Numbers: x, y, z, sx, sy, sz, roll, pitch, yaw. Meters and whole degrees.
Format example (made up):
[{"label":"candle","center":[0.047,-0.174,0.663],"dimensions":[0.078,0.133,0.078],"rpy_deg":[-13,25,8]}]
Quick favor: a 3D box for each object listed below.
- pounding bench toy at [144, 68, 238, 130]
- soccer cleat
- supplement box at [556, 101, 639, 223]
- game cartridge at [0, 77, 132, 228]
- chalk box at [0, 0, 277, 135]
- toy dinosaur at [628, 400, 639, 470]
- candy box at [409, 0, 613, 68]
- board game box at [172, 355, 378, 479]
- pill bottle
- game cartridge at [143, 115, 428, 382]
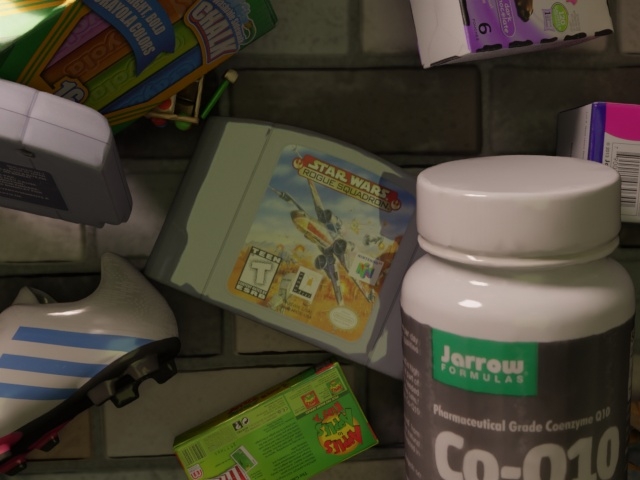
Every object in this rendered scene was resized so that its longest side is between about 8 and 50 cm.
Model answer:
[{"label":"pounding bench toy","center":[-0.124,-0.138,0.929],"dimensions":[0.083,0.052,0.065],"rpy_deg":[7,93,-6]},{"label":"soccer cleat","center":[-0.291,0.133,0.914],"dimensions":[0.331,0.116,0.143],"rpy_deg":[-30,74,-1]},{"label":"supplement box","center":[0.352,-0.069,0.947],"dimensions":[0.220,0.114,0.111],"rpy_deg":[4,92,-4]},{"label":"game cartridge","center":[-0.310,-0.087,0.805],"dimensions":[0.294,0.196,0.060],"rpy_deg":[13,76,-2]},{"label":"chalk box","center":[-0.162,-0.247,0.828],"dimensions":[0.289,0.179,0.180],"rpy_deg":[-35,67,-2]},{"label":"toy dinosaur","center":[0.334,0.183,0.979],"dimensions":[0.212,0.064,0.112],"rpy_deg":[11,94,-32]},{"label":"candy box","center":[0.173,-0.258,0.900],"dimensions":[0.196,0.070,0.164],"rpy_deg":[-15,95,-33]},{"label":"board game box","center":[-0.045,0.199,0.960],"dimensions":[0.181,0.043,0.092],"rpy_deg":[-27,96,-3]},{"label":"pill bottle","center":[0.174,0.115,0.864],"dimensions":[0.204,0.204,0.361],"rpy_deg":[-5,105,-5]},{"label":"game cartridge","center":[0.000,0.000,0.950],"dimensions":[0.297,0.062,0.198],"rpy_deg":[22,95,-6]}]
